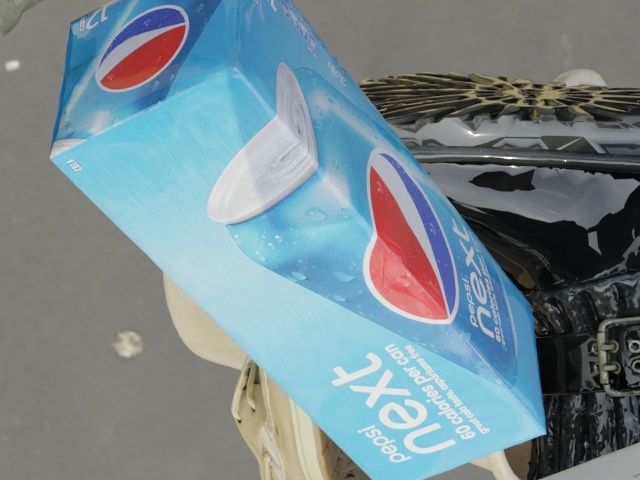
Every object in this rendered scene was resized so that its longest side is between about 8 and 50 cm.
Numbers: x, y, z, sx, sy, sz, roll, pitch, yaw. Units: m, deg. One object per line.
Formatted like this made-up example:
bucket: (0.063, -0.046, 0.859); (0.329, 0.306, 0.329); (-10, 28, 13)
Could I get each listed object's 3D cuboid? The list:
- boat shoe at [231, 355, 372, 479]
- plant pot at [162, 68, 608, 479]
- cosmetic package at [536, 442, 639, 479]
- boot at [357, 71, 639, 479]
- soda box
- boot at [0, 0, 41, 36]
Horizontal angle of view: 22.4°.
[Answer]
boat shoe: (-0.013, 0.112, 1.061); (0.302, 0.098, 0.109); (76, 34, -55)
plant pot: (0.054, 0.013, 1.320); (0.334, 0.305, 0.334); (-32, 126, -59)
cosmetic package: (0.119, 0.084, 0.298); (0.231, 0.117, 0.085); (-17, 118, -8)
boot: (0.124, 0.041, 0.969); (0.348, 0.131, 0.260); (4, 106, 9)
soda box: (0.000, 0.000, 0.561); (0.210, 0.071, 0.067); (48, 28, -39)
boot: (-0.229, -0.137, 0.648); (0.246, 0.083, 0.161); (39, 83, -29)
